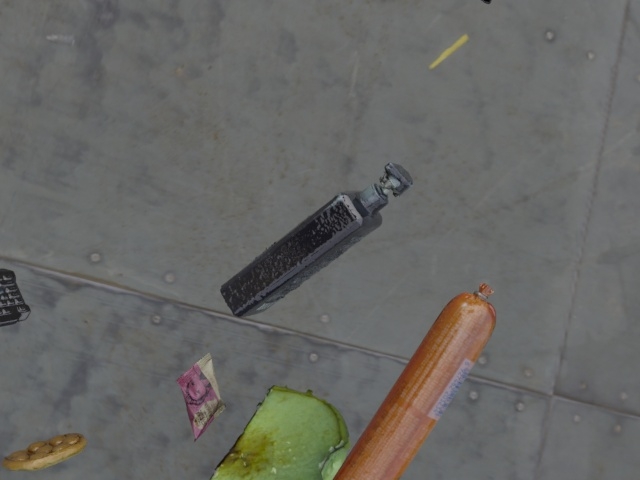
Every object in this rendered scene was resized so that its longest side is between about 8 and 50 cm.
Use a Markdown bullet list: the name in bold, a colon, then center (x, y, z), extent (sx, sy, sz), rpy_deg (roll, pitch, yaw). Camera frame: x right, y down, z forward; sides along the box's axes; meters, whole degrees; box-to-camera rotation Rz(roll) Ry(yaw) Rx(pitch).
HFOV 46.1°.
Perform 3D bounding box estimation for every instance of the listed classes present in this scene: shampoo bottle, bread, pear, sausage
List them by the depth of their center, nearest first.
- **sausage**: center (0.065, 0.189, 0.707), extent (0.053, 0.053, 0.348), rpy_deg (33, 91, -19)
- **bread**: center (-0.360, 0.278, 0.980), extent (0.110, 0.110, 0.025), rpy_deg (-13, 93, -24)
- **shampoo bottle**: center (0.000, 0.000, 1.054), extent (0.309, 0.098, 0.071), rpy_deg (-36, 77, 20)
- **pear**: center (-0.056, 0.388, 1.090), extent (0.159, 0.292, 0.293), rpy_deg (15, 79, 17)

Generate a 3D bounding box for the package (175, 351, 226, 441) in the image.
- **package**: center (-0.129, 0.171, 0.825), extent (0.059, 0.029, 0.083), rpy_deg (-43, 130, -47)

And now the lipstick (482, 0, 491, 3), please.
- **lipstick**: center (0.029, -0.364, 0.636), extent (0.077, 0.077, 0.418), rpy_deg (-32, 74, -21)

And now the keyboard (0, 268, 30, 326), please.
- **keyboard**: center (-0.532, 0.091, 1.014), extent (0.262, 0.016, 0.106), rpy_deg (-8, 56, -43)
